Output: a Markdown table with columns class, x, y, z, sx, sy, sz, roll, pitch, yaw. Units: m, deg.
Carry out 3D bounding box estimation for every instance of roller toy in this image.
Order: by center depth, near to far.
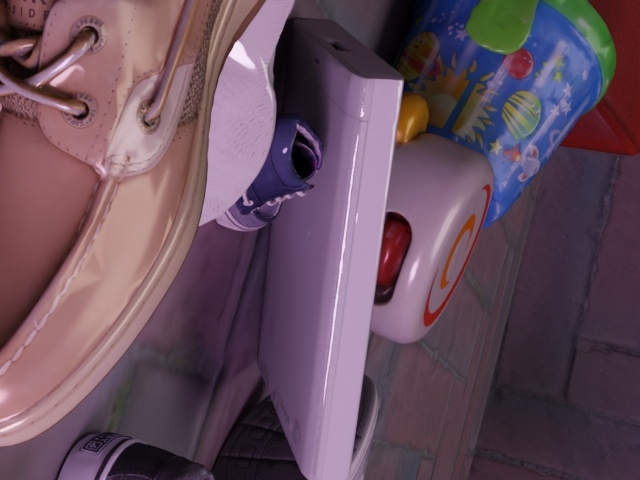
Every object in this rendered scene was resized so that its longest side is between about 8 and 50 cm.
| class | x | y | z | sx | sy | sz | roll | pitch | yaw |
| --- | --- | --- | --- | --- | --- | --- | --- | --- | --- |
| roller toy | 0.061 | -0.015 | 1.063 | 0.191 | 0.146 | 0.209 | -59 | 163 | -24 |

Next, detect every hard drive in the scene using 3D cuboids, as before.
| class | x | y | z | sx | sy | sz | roll | pitch | yaw |
| --- | --- | --- | --- | --- | --- | --- | --- | --- | --- |
| hard drive | 0.000 | 0.000 | 0.887 | 0.203 | 0.040 | 0.307 | -123 | -143 | -64 |

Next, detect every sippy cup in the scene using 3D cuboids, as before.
| class | x | y | z | sx | sy | sz | roll | pitch | yaw |
| --- | --- | --- | --- | --- | --- | --- | --- | --- | --- |
| sippy cup | 0.163 | -0.143 | 1.216 | 0.224 | 0.240 | 0.305 | -59 | 135 | -23 |

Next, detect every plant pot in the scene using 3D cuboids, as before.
| class | x | y | z | sx | sy | sz | roll | pitch | yaw |
| --- | --- | --- | --- | --- | --- | --- | --- | --- | --- |
| plant pot | 0.281 | -0.283 | 1.453 | 0.236 | 0.267 | 0.267 | 26 | 77 | -59 |

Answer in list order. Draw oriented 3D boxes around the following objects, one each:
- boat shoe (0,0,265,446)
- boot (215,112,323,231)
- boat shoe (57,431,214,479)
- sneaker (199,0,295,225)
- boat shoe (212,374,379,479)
| class | x | y | z | sx | sy | sz | roll | pitch | yaw |
| --- | --- | --- | --- | --- | --- | --- | --- | --- | --- |
| boat shoe | -0.108 | -0.081 | 0.505 | 0.110 | 0.122 | 0.341 | 46 | 60 | -58 |
| boot | -0.037 | -0.045 | 0.818 | 0.190 | 0.086 | 0.069 | 48 | 56 | -70 |
| boat shoe | -0.117 | 0.278 | 0.738 | 0.113 | 0.105 | 0.306 | -7 | 107 | -67 |
| sneaker | -0.065 | -0.110 | 0.704 | 0.094 | 0.080 | 0.212 | -120 | -132 | -60 |
| boat shoe | -0.036 | 0.249 | 0.970 | 0.103 | 0.118 | 0.320 | 72 | 35 | -45 |
